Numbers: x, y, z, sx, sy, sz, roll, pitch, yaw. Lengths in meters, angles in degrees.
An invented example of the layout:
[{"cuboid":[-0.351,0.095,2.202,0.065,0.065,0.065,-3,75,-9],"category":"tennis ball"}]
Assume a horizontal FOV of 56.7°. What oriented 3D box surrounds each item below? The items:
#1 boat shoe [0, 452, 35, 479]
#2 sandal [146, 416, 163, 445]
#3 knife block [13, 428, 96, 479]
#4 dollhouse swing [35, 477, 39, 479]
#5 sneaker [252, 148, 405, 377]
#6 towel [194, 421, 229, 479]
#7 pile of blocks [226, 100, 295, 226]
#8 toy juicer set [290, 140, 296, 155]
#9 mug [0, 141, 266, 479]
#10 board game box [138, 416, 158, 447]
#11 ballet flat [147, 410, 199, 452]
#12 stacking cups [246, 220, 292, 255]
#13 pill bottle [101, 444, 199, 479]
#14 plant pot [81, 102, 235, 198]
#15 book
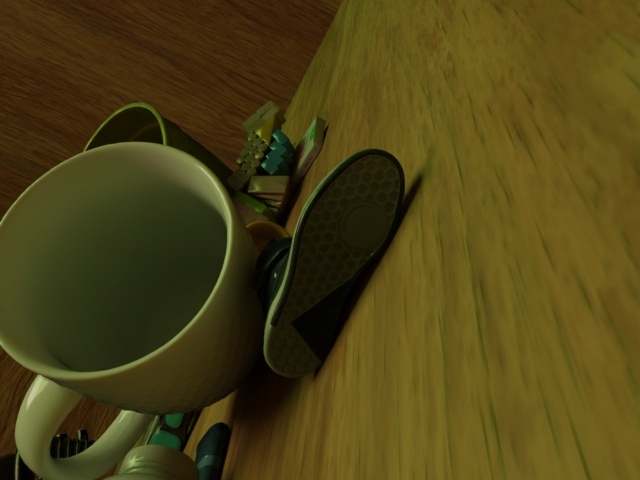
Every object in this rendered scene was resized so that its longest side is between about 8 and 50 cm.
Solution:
[{"cuboid":[-0.481,0.468,0.908,0.095,0.095,0.257,-43,45,37],"category":"boat shoe"},{"cuboid":[-0.355,0.441,1.342,0.067,0.040,0.179,83,-162,-46],"category":"sandal"},{"cuboid":[-0.406,0.423,0.870,0.242,0.088,0.275,5,76,49],"category":"knife block"},{"cuboid":[-0.456,0.553,0.920,0.346,0.305,0.315,-68,12,-22],"category":"dollhouse swing"},{"cuboid":[-0.002,0.000,0.596,0.226,0.086,0.163,-63,14,14],"category":"sneaker"},{"cuboid":[-0.150,0.298,0.771,0.067,0.029,0.119,-57,13,29],"category":"towel"},{"cuboid":[-0.113,-0.118,1.253,0.112,0.149,0.362,59,-139,-58],"category":"pile of blocks"},{"cuboid":[-0.166,-0.100,1.530,0.329,0.090,0.209,-60,12,20],"category":"toy juicer set"},{"cuboid":[-0.222,0.120,0.740,0.374,0.276,0.328,-60,-20,-20],"category":"mug"},{"cuboid":[-0.404,0.468,1.489,0.193,0.053,0.305,-56,15,39],"category":"board game box"},{"cuboid":[-0.280,0.362,1.150,0.074,0.074,0.203,-150,79,-78],"category":"ballet flat"},{"cuboid":[-0.138,0.076,1.024,0.316,0.096,0.096,-48,21,56],"category":"stacking cups"},{"cuboid":[-0.199,0.345,0.600,0.146,0.146,0.264,-58,13,31],"category":"pill bottle"},{"cuboid":[-0.318,-0.067,1.337,0.367,0.353,0.366,-16,65,37],"category":"plant pot"},{"cuboid":[-0.032,-0.176,1.249,0.144,0.035,0.096,-53,22,42],"category":"book"}]
